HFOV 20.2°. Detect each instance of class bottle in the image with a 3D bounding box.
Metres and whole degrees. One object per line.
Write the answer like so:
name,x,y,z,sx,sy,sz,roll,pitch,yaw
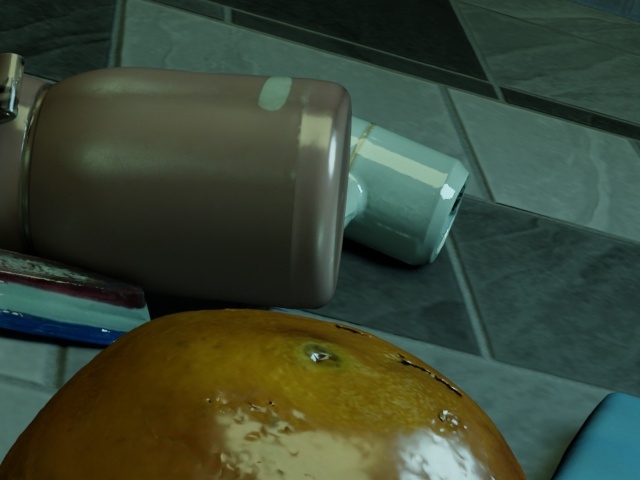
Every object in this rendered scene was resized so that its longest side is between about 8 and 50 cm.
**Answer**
bottle,-0.129,-0.055,1.328,0.296,0.206,0.173,6,61,4

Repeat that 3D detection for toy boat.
toy boat,-0.226,0.035,1.277,0.228,0.046,0.080,12,19,-11

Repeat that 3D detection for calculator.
calculator,0.255,0.182,1.278,0.173,0.051,0.293,20,18,14

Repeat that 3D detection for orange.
orange,-0.027,0.155,0.901,0.283,0.226,0.284,13,17,-4

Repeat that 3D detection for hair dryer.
hair dryer,0.000,0.000,1.511,0.173,0.108,0.357,22,30,9
